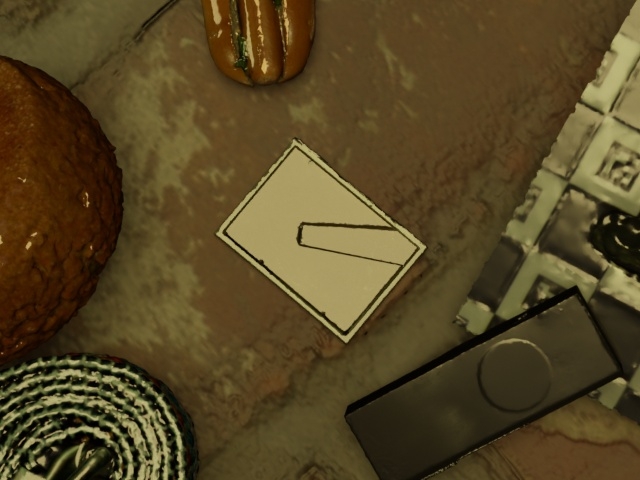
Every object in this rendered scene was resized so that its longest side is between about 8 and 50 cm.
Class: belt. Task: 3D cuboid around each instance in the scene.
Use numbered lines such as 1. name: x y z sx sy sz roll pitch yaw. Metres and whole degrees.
1. belt: -0.220 0.206 1.563 0.207 0.150 0.257 45 87 7

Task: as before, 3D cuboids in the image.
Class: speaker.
1. speaker: 0.133 0.124 1.581 0.218 0.044 0.082 -28 95 10

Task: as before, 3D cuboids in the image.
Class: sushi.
1. sushi: 0.347 0.001 1.590 0.359 0.064 0.343 28 101 1

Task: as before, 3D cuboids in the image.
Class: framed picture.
1. framed picture: 0.000 0.000 1.642 0.149 0.011 0.109 40 88 5

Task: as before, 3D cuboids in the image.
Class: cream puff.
1. cream puff: -0.298 -0.008 1.555 0.303 0.212 0.303 -12 49 14

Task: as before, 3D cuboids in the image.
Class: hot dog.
1. hot dog: -0.059 -0.251 1.640 0.100 0.068 0.249 -9 84 3
